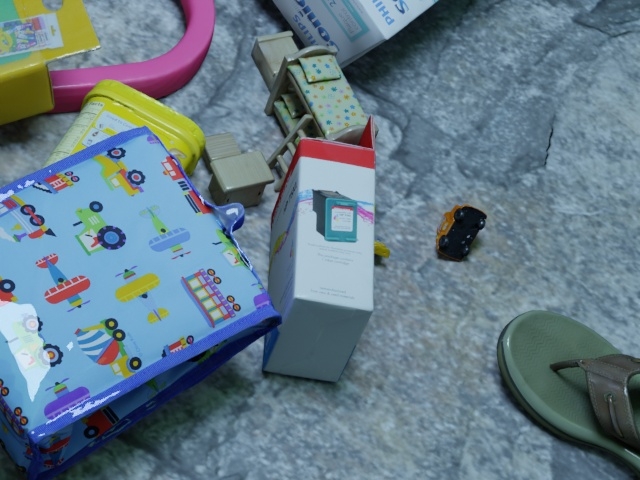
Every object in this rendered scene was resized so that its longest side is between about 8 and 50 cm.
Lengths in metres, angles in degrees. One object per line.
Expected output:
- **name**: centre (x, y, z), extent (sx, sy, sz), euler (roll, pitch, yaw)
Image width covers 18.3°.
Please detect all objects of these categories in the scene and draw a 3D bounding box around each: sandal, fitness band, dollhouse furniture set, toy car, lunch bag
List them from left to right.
- **fitness band**: centre (-0.249, -0.227, 2.011), extent (0.291, 0.054, 0.209), euler (-9, 60, -21)
- **lunch bag**: centre (-0.190, 0.038, 1.750), extent (0.293, 0.138, 0.221), euler (-31, 74, -20)
- **dollhouse furniture set**: centre (-0.058, -0.141, 1.980), extent (0.161, 0.101, 0.182), euler (-14, 61, -25)
- **toy car**: centre (0.102, -0.015, 1.974), extent (0.122, 0.060, 0.040), euler (3, 23, -23)
- **sandal**: centre (0.307, 0.160, 1.894), extent (0.303, 0.086, 0.120), euler (36, 53, 8)

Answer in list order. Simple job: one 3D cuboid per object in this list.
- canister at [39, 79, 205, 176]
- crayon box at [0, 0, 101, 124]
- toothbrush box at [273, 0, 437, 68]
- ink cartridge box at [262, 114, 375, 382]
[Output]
- **canister**: centre (-0.203, -0.058, 1.895), extent (0.126, 0.073, 0.170), euler (28, 54, 3)
- **crayon box**: centre (-0.388, -0.192, 1.883), extent (0.323, 0.083, 0.203), euler (-18, 62, -11)
- **toothbrush box**: centre (0.066, -0.346, 2.109), extent (0.295, 0.126, 0.216), euler (-38, 96, -34)
- **ink cartridge box**: centre (0.000, 0.000, 1.880), extent (0.078, 0.134, 0.231), euler (9, 53, -11)
